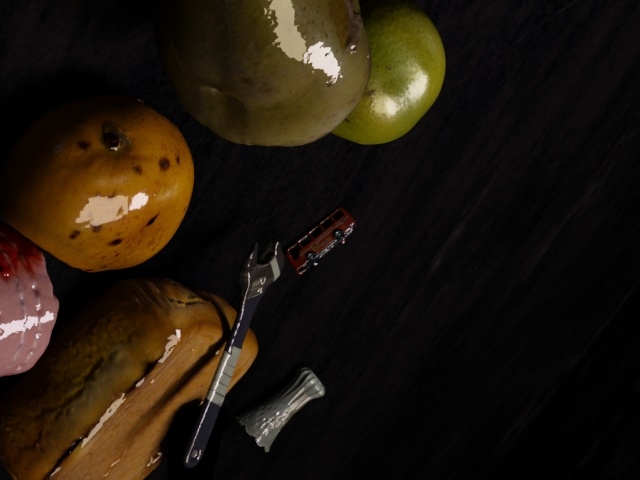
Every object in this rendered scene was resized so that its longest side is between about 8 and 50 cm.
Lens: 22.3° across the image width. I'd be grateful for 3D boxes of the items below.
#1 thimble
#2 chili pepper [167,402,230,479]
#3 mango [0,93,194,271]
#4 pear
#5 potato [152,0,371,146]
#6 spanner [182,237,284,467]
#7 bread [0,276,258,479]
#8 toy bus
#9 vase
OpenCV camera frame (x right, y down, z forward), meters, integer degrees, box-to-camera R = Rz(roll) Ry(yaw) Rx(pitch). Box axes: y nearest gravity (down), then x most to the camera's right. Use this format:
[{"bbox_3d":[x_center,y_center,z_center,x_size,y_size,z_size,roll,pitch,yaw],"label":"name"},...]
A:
[{"bbox_3d":[-0.369,0.061,1.664,0.125,0.189,0.163,-10,110,-51],"label":"thimble"},{"bbox_3d":[-0.176,0.301,2.218,0.072,0.073,0.204,-9,132,-32],"label":"chili pepper"},{"bbox_3d":[-0.222,-0.055,1.712,0.191,0.160,0.290,-47,163,-4],"label":"mango"},{"bbox_3d":[0.046,-0.216,1.832,0.180,0.166,0.216,-24,131,-5],"label":"pear"},{"bbox_3d":[-0.061,-0.235,1.531,0.202,0.218,0.351,-13,146,-6],"label":"potato"},{"bbox_3d":[-0.119,0.144,2.088,0.316,0.024,0.087,-69,157,-2],"label":"spanner"},{"bbox_3d":[-0.258,0.188,2.145,0.337,0.148,0.328,-47,161,11],"label":"bread"},{"bbox_3d":[0.000,0.000,2.315,0.110,0.043,0.031,-39,162,-5],"label":"toy bus"},{"bbox_3d":[-0.061,0.277,2.725,0.149,0.081,0.081,-41,159,-3],"label":"vase"}]
